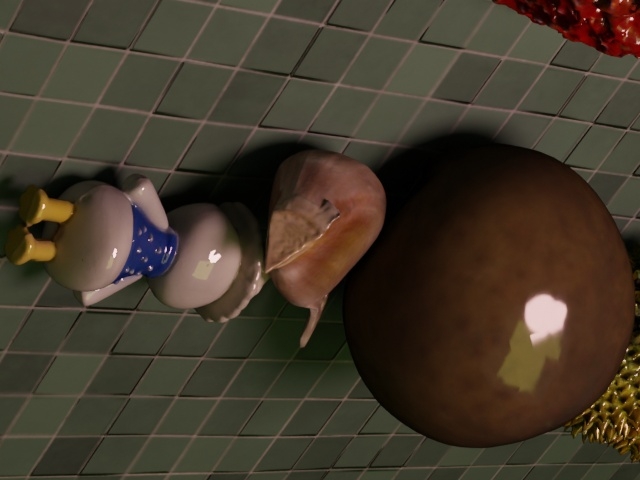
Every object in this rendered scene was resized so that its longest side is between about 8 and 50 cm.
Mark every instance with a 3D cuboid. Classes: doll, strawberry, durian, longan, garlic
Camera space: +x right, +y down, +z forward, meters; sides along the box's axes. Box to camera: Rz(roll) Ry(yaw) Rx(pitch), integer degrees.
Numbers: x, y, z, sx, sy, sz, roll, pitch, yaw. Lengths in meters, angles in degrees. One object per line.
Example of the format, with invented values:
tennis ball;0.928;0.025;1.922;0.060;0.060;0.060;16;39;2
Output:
doll;-0.158;0.006;1.859;0.293;0.119;0.138;11;110;-40
strawberry;0.276;-0.242;1.847;0.234;0.178;0.234;-17;146;-12
durian;0.372;0.123;2.312;0.291;0.291;0.225;-8;126;-33
longan;0.174;0.061;2.046;0.319;0.319;0.319;-22;144;-17
garlic;0.003;0.000;1.960;0.148;0.128;0.266;-33;151;-5
